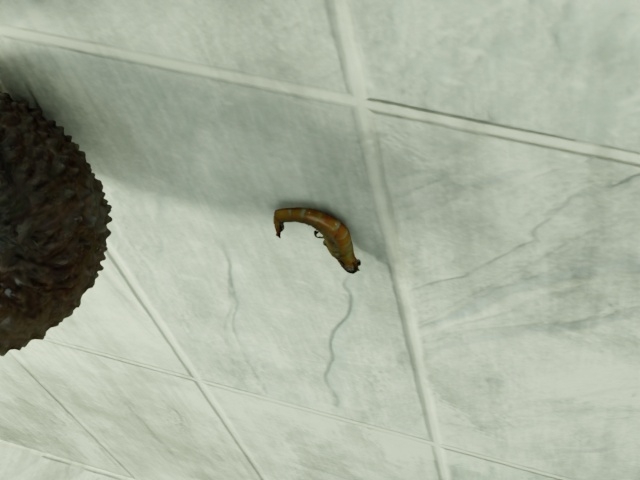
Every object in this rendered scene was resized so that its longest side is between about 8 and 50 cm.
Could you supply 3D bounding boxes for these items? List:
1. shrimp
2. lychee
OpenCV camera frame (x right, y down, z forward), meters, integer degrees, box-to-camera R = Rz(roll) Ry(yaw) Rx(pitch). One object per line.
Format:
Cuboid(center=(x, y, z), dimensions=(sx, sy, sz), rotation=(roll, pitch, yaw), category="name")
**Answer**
Cuboid(center=(0.000, 0.000, 1.399), dimensions=(0.091, 0.025, 0.127), rotation=(4, 149, 34), category="shrimp")
Cuboid(center=(-0.361, -0.024, 1.327), dimensions=(0.300, 0.300, 0.300), rotation=(17, 158, 7), category="lychee")
